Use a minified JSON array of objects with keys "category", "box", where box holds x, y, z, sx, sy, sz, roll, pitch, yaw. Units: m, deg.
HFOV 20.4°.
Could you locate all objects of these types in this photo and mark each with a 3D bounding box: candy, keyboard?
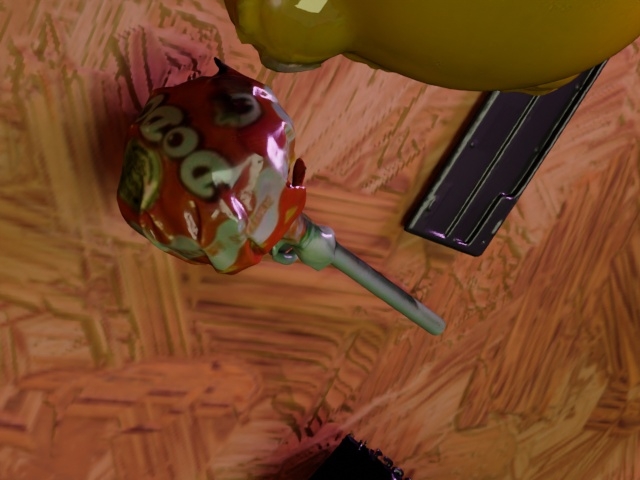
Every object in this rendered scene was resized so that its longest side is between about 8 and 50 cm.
[{"category":"candy","box":[0.000,-0.002,0.854,0.084,0.078,0.287,-61,146,-2]},{"category":"keyboard","box":[0.116,-0.081,0.922,0.067,0.011,0.202,19,108,-45]}]

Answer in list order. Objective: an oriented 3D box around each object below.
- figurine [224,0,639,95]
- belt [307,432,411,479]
[{"category":"figurine","box":[0.083,-0.211,0.633,0.323,0.231,0.340,-3,118,-45]},{"category":"belt","box":[0.061,0.191,0.981,0.078,0.151,0.198,-47,116,-2]}]
